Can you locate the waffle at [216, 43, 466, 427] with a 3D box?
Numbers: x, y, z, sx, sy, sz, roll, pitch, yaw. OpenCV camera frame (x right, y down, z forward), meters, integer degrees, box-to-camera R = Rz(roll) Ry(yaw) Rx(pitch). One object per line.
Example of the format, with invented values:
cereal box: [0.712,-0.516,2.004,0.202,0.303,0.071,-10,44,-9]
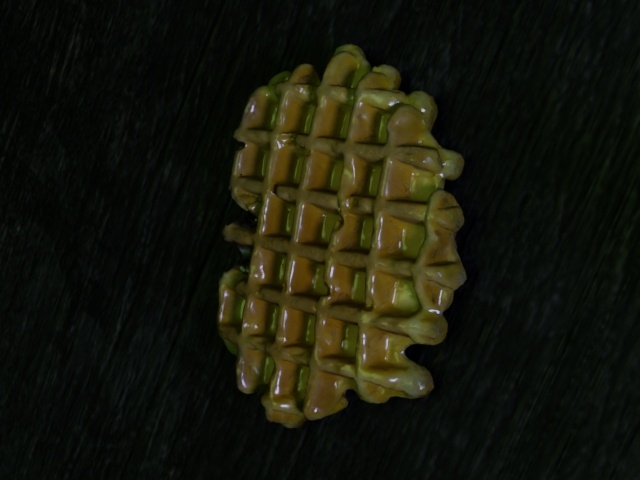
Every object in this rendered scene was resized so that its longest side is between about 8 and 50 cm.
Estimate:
waffle: [-0.001,-0.001,0.927,0.283,0.065,0.309,-44,55,30]
